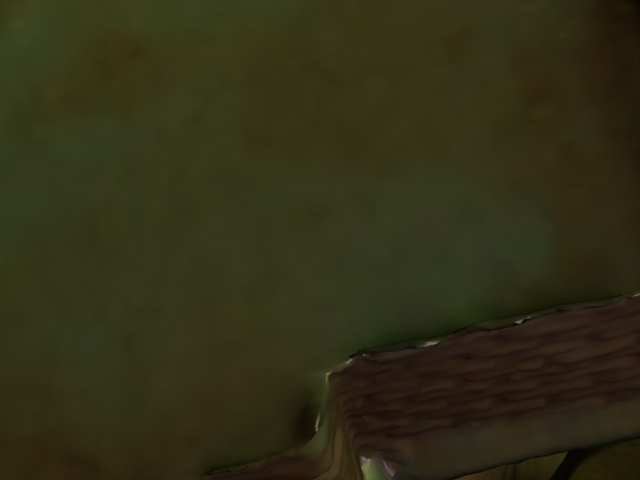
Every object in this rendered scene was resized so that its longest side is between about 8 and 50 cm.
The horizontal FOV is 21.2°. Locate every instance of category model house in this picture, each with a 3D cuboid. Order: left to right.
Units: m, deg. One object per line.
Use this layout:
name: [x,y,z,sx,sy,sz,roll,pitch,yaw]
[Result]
model house: [0.000,0.000,1.070,0.400,0.445,0.395,64,12,-63]

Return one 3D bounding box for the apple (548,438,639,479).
apple: [0.284,0.255,1.263,0.254,0.292,0.292,18,51,-2]
